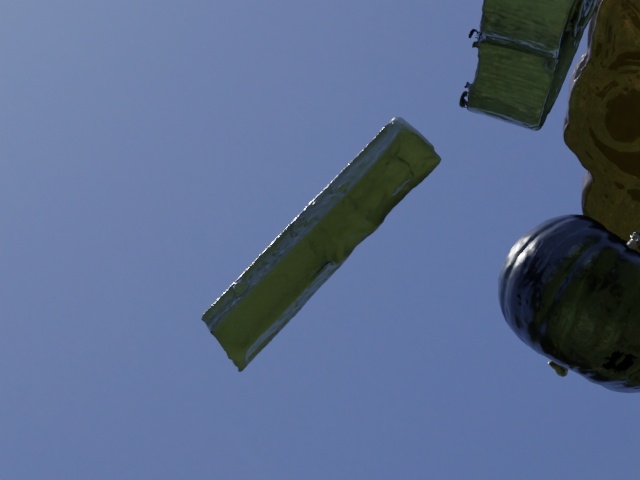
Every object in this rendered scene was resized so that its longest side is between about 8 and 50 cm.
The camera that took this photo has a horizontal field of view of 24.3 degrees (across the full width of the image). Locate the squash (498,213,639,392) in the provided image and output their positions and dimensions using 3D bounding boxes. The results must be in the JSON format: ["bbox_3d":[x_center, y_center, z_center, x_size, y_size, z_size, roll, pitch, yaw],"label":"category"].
[{"bbox_3d":[0.255,0.057,1.356,0.193,0.193,0.156,4,-79,-30],"label":"squash"}]

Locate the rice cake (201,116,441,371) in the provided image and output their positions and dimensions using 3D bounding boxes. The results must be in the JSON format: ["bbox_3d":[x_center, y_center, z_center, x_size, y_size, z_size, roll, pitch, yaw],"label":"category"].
[{"bbox_3d":[0.000,0.000,1.261,0.057,0.052,0.256,43,-96,4],"label":"rice cake"}]

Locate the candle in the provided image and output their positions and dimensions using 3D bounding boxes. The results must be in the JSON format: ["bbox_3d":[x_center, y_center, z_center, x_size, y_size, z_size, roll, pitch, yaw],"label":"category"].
[{"bbox_3d":[0.156,-0.176,1.022,0.192,0.068,0.168,92,-159,-63],"label":"candle"}]

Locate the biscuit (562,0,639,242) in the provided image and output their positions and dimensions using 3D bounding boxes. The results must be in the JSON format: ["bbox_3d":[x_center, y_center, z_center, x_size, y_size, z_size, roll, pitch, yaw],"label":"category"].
[{"bbox_3d":[0.392,-0.139,1.539,0.269,0.051,0.376,14,-63,4],"label":"biscuit"}]
